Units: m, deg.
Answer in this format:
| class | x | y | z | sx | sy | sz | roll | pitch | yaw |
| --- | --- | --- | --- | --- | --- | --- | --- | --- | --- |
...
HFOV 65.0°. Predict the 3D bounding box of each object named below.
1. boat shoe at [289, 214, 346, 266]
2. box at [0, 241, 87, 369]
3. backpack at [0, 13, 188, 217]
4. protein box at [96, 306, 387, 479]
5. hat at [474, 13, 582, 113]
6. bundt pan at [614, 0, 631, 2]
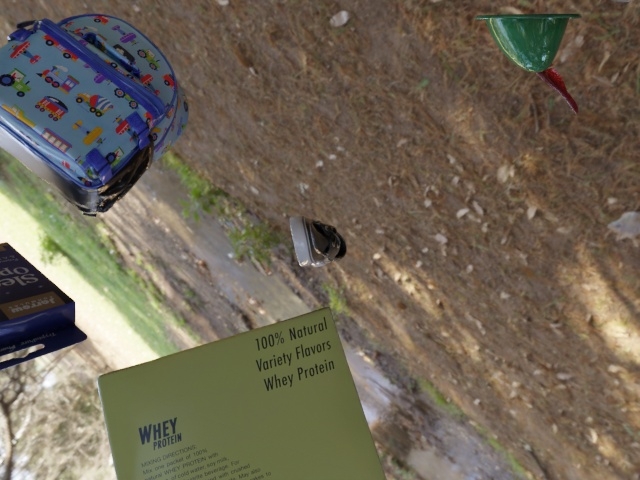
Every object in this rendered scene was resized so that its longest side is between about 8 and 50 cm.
| class | x | y | z | sx | sy | sz | roll | pitch | yaw |
| --- | --- | --- | --- | --- | --- | --- | --- | --- | --- |
| boat shoe | 0.000 | 0.000 | 0.501 | 0.142 | 0.040 | 0.049 | 37 | -139 | -80 |
| box | -0.376 | 0.067 | 0.561 | 0.225 | 0.136 | 0.037 | 27 | 117 | 32 |
| backpack | -0.208 | -0.134 | 0.471 | 0.158 | 0.173 | 0.117 | 41 | 153 | -7 |
| protein box | -0.064 | 0.193 | 0.450 | 0.136 | 0.199 | 0.201 | 122 | 131 | -69 |
| hat | 0.385 | -0.323 | 0.941 | 0.208 | 0.173 | 0.184 | 10 | 115 | 22 |
| bundt pan | 0.567 | -0.522 | 0.793 | 0.331 | 0.330 | 0.124 | 107 | 144 | -61 |
